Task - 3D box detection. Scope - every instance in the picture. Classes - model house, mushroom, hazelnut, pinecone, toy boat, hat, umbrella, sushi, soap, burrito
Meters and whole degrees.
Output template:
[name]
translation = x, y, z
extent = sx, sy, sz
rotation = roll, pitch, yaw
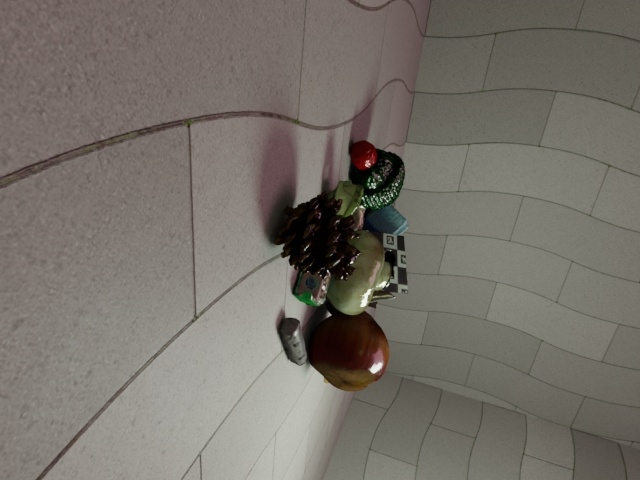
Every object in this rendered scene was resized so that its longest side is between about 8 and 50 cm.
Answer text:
[model house]
translation = 0.261, -0.028, 2.255
extent = 0.329, 0.252, 0.295
rotation = -49, -179, -15
[mushroom]
translation = 0.145, 0.131, 1.750
extent = 0.352, 0.261, 0.351
rotation = -166, -90, -77
[hazelnut]
translation = 0.136, 0.480, 1.868
extent = 0.409, 0.360, 0.358
rotation = 79, 28, -64
[pinecone]
translation = 0.000, -0.008, 1.217
extent = 0.257, 0.244, 0.243
rotation = 42, 52, -25
[toy boat]
translation = 0.162, 0.287, 2.024
extent = 0.276, 0.294, 0.111
rotation = 8, 60, -54
[hat]
translation = 0.241, -0.318, 1.869
extent = 0.332, 0.243, 0.274
rotation = 57, 34, -52
[umbrella]
translation = -0.091, 0.377, 1.532
extent = 0.073, 0.067, 0.337
rotation = -54, 156, -30
[sushi]
translation = 0.239, 0.108, 2.057
extent = 0.100, 0.373, 0.296
rotation = -26, -119, 59
[soap]
translation = -0.002, 0.101, 1.558
extent = 0.218, 0.098, 0.273
rotation = 60, 45, -68
[burrito]
translation = 0.177, -0.072, 2.104
extent = 0.087, 0.060, 0.225
rotation = 7, 99, -37

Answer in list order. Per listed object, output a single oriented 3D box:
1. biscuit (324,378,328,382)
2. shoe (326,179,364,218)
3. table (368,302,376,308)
[biscuit]
translation = 0.071, 0.751, 2.489
extent = 0.224, 0.033, 0.144
rotation = -58, 156, -48
[shoe]
translation = 0.077, -0.130, 1.604
extent = 0.140, 0.128, 0.262
rotation = -50, 179, -42
[table]
translation = 0.292, 0.286, 2.628
extent = 0.169, 0.173, 0.193
rotation = 74, 33, -60
